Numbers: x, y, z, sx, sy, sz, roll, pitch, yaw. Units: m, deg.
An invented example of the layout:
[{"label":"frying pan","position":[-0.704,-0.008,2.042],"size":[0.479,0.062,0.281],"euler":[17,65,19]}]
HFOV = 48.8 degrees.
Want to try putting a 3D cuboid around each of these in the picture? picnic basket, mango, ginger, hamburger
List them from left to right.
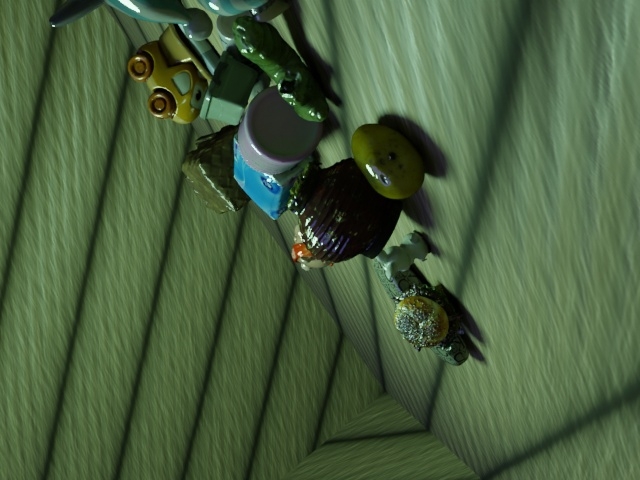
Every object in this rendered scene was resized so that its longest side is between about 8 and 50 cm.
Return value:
[{"label":"picnic basket","position":[-0.301,-0.240,2.339],"size":[0.254,0.291,0.321],"euler":[55,162,-18]},{"label":"ginger","position":[-0.072,-0.335,1.381],"size":[0.290,0.089,0.137],"euler":[49,-150,-39]},{"label":"mango","position":[0.114,-0.146,1.273],"size":[0.137,0.098,0.195],"euler":[52,177,-28]},{"label":"hamburger","position":[0.254,0.196,1.713],"size":[0.189,0.093,0.164],"euler":[50,129,-5]}]

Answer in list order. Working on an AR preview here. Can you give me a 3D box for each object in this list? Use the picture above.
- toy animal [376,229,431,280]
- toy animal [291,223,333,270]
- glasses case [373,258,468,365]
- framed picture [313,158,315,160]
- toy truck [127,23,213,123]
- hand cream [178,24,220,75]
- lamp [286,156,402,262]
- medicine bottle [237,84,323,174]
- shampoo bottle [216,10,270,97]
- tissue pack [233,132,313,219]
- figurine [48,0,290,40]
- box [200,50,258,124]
[{"label":"toy animal","position":[0.180,0.035,1.561],"size":[0.071,0.124,0.085],"euler":[55,170,11]},{"label":"toy animal","position":[0.000,0.000,2.080],"size":[0.171,0.198,0.171],"euler":[45,167,13]},{"label":"glasses case","position":[0.262,0.181,1.844],"size":[0.354,0.085,0.137],"euler":[52,171,-6]},{"label":"framed picture","position":[-0.109,-0.284,1.981],"size":[0.173,0.010,0.231],"euler":[56,160,-21]},{"label":"toy truck","position":[-0.442,-0.503,2.140],"size":[0.288,0.212,0.204],"euler":[59,-168,-1]},{"label":"hand cream","position":[-0.355,-0.575,2.064],"size":[0.255,0.048,0.079],"euler":[53,-176,-3]},{"label":"lamp","position":[0.044,-0.067,1.492],"size":[0.247,0.247,0.247],"euler":[50,171,11]},{"label":"medicine bottle","position":[-0.103,-0.253,1.671],"size":[0.178,0.178,0.291],"euler":[53,171,-5]},{"label":"shampoo bottle","position":[-0.169,-0.417,1.632],"size":[0.092,0.092,0.303],"euler":[49,171,15]},{"label":"tissue pack","position":[-0.139,-0.203,1.961],"size":[0.198,0.146,0.263],"euler":[46,161,8]},{"label":"figurine","position":[-0.272,-0.445,1.128],"size":[0.266,0.378,0.361],"euler":[46,168,33]},{"label":"box","position":[-0.203,-0.331,1.580],"size":[0.093,0.123,0.172],"euler":[21,169,-11]}]
